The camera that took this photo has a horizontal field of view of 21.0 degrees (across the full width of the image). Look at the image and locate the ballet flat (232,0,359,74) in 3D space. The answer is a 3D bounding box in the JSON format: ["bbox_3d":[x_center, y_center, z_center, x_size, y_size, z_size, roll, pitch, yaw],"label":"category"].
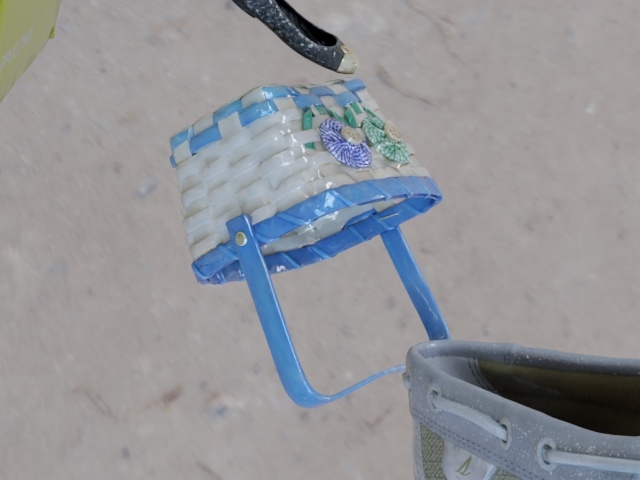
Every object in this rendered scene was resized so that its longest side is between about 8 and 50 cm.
[{"bbox_3d":[-0.025,-0.239,1.880,0.173,0.057,0.049,35,112,-13],"label":"ballet flat"}]

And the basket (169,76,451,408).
[{"bbox_3d":[0.000,0.000,1.586,0.201,0.255,0.288,-23,86,32],"label":"basket"}]

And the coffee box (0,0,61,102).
[{"bbox_3d":[-0.390,-0.322,1.482,0.334,0.337,0.338,14,112,-2],"label":"coffee box"}]

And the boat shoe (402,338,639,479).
[{"bbox_3d":[0.135,0.073,0.639,0.118,0.320,0.103,-14,89,-30],"label":"boat shoe"}]
